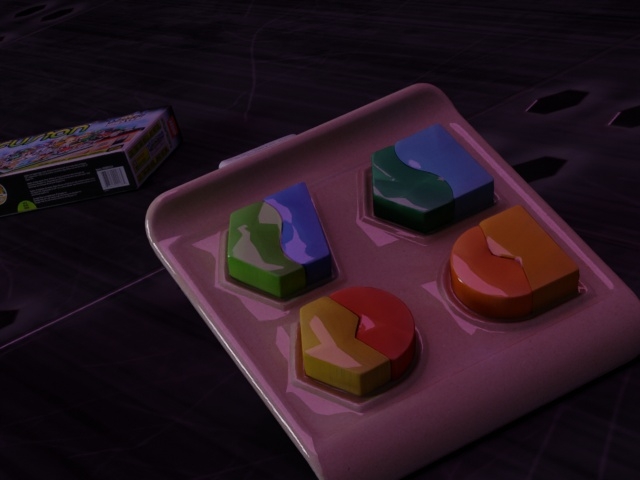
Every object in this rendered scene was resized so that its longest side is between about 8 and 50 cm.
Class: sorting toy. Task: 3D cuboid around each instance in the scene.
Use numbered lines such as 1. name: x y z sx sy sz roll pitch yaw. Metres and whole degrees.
1. sorting toy: 0.036 0.013 0.938 0.193 0.038 0.208 -24 54 -18

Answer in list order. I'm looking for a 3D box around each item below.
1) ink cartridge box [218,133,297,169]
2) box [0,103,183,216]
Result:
1. ink cartridge box: 0.000 0.000 1.076 0.056 0.099 0.135 -23 21 -18
2. box: -0.231 -0.061 1.547 0.207 0.036 0.114 -11 20 20
